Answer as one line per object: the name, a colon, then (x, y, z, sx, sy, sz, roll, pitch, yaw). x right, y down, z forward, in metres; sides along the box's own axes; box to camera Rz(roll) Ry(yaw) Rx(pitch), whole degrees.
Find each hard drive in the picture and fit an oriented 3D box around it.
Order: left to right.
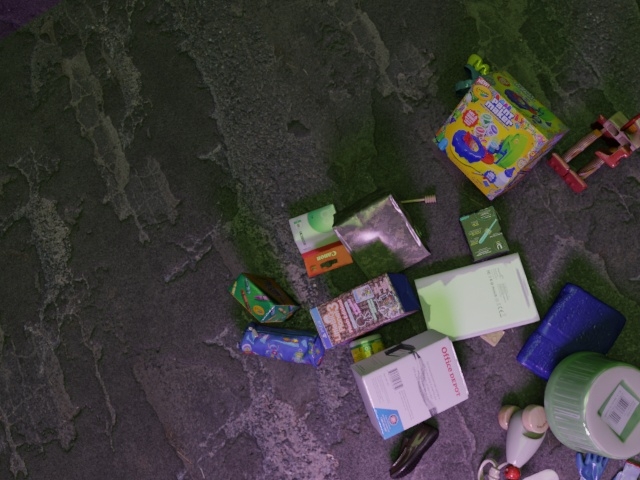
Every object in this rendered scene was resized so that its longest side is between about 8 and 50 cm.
hard drive: (0.517, 0.199, 1.866, 0.353, 0.047, 0.233, -16, 74, 12)

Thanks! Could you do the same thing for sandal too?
sandal: (0.584, -0.492, 1.927, 0.138, 0.126, 0.317, -42, 66, 9)

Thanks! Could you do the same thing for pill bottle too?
pill bottle: (0.182, 0.431, 1.891, 0.117, 0.117, 0.208, -20, 77, 11)

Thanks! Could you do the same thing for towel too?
towel: (0.791, 0.312, 1.767, 0.227, 0.076, 0.308, 34, 91, 2)

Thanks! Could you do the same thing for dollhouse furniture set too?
dollhouse furniture set: (0.849, -0.291, 1.690, 0.201, 0.374, 0.152, -40, 79, 5)

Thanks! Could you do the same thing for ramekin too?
ramekin: (0.829, 0.483, 1.627, 0.303, 0.148, 0.303, 1, 85, -15)

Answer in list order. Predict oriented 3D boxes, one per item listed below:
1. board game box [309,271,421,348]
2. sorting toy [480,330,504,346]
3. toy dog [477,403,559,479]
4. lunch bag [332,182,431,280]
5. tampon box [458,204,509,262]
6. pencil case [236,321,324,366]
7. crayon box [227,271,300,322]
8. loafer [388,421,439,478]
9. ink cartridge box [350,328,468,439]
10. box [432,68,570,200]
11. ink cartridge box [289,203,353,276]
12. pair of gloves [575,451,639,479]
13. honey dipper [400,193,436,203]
board game box: (0.154, 0.230, 1.848, 0.291, 0.232, 0.141, -28, 76, 18)
sorting toy: (0.563, 0.305, 1.863, 0.083, 0.012, 0.062, 36, 90, 17)
toy dog: (0.641, 0.661, 1.716, 0.161, 0.220, 0.334, 17, 94, -15)
lunch bag: (0.213, -0.012, 1.916, 0.235, 0.169, 0.287, -30, 106, 14)
tampon box: (0.546, -0.018, 1.868, 0.120, 0.101, 0.161, -19, 78, 12)
pencil case: (-0.137, 0.364, 1.981, 0.306, 0.133, 0.119, 7, 51, 15)
crayon box: (-0.190, 0.201, 1.941, 0.165, 0.278, 0.081, 41, 95, 16)
loafer: (0.299, 0.695, 1.851, 0.220, 0.080, 0.078, -46, 51, -6)
ink cartridge box: (0.283, 0.448, 1.770, 0.307, 0.129, 0.223, -22, 100, -11)
box: (0.574, -0.342, 1.801, 0.290, 0.177, 0.279, 49, 136, 16)
ink cartridge box: (0.000, 0.000, 2.039, 0.181, 0.056, 0.225, -20, 76, 12)
pair of gloves: (0.878, 0.725, 1.712, 0.198, 0.023, 0.159, 23, 87, 16)
honey dipper: (0.329, -0.141, 1.983, 0.160, 0.030, 0.030, -6, 80, 15)
